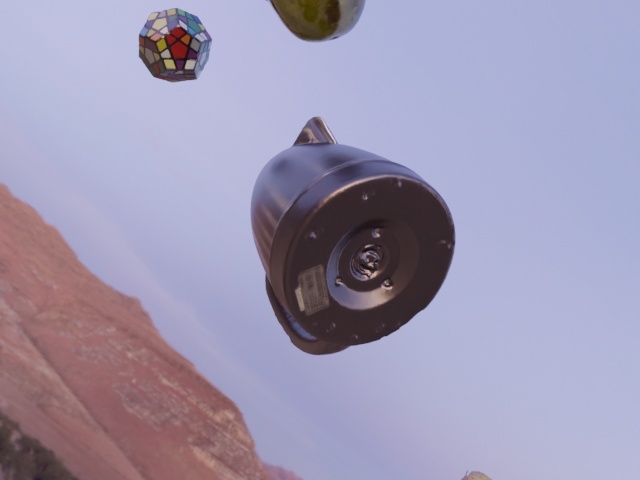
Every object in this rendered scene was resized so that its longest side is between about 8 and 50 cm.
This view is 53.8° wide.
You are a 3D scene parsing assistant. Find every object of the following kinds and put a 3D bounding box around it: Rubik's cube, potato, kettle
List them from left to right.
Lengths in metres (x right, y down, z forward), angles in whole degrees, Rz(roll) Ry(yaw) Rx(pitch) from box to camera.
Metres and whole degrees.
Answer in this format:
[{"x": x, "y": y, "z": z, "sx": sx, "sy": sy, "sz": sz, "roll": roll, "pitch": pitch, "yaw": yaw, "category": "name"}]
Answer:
[{"x": -0.260, "y": -0.346, "z": 1.126, "sx": 0.133, "sy": 0.112, "sz": 0.133, "roll": -4, "pitch": 0, "yaw": 0, "category": "Rubik's cube"}, {"x": -0.021, "y": -0.403, "z": 0.866, "sx": 0.148, "sy": 0.186, "sz": 0.253, "roll": -2, "pitch": -68, "yaw": 24, "category": "potato"}, {"x": 0.011, "y": -0.013, "z": 0.781, "sx": 0.271, "sy": 0.207, "sz": 0.251, "roll": 48, "pitch": -18, "yaw": 54, "category": "kettle"}]

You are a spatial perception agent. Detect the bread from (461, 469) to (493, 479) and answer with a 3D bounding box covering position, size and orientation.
[{"x": 0.303, "y": 0.511, "z": 1.091, "sx": 0.204, "sy": 0.163, "sz": 0.262, "roll": 32, "pitch": 2, "yaw": 21, "category": "bread"}]
